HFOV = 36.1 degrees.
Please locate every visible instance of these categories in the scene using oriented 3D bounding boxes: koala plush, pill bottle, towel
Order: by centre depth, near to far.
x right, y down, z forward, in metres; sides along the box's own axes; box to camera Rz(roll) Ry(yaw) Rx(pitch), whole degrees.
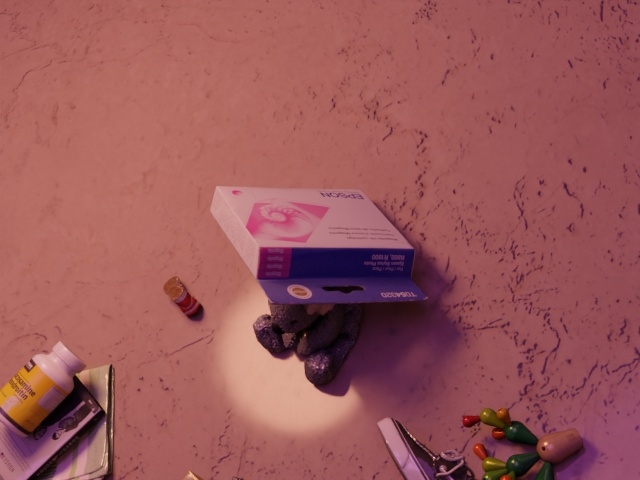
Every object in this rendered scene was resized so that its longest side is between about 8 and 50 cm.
[{"bbox_3d":[-0.032,0.120,1.838,0.196,0.221,0.203,31,76,32],"label":"koala plush"},{"bbox_3d":[-0.556,0.291,1.944,0.103,0.103,0.184,36,76,33],"label":"pill bottle"},{"bbox_3d":[-0.573,0.399,2.004,0.325,0.038,0.247,-16,57,13],"label":"towel"}]

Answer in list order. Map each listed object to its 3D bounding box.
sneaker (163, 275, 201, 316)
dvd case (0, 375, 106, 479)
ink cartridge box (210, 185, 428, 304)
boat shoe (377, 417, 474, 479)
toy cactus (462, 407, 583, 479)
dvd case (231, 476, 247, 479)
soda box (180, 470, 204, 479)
[{"bbox_3d":[-0.288,0.119,2.054,0.042,0.067,0.118,-42,26,-2],"label":"sneaker"},{"bbox_3d":[-0.570,0.373,1.980,0.239,0.029,0.179,-44,56,-9],"label":"dvd case"},{"bbox_3d":[0.000,0.000,1.824,0.324,0.071,0.330,0,29,-28],"label":"ink cartridge box"},{"bbox_3d":[0.212,0.410,1.649,0.105,0.113,0.306,-33,58,-7],"label":"boat shoe"},{"bbox_3d":[0.348,0.358,1.641,0.181,0.112,0.219,-23,47,-4],"label":"toy cactus"},{"bbox_3d":[-0.115,0.473,1.755,0.119,0.013,0.087,13,37,9],"label":"dvd case"},{"bbox_3d":[-0.191,0.501,1.782,0.058,0.061,0.181,-47,57,-8],"label":"soda box"}]
